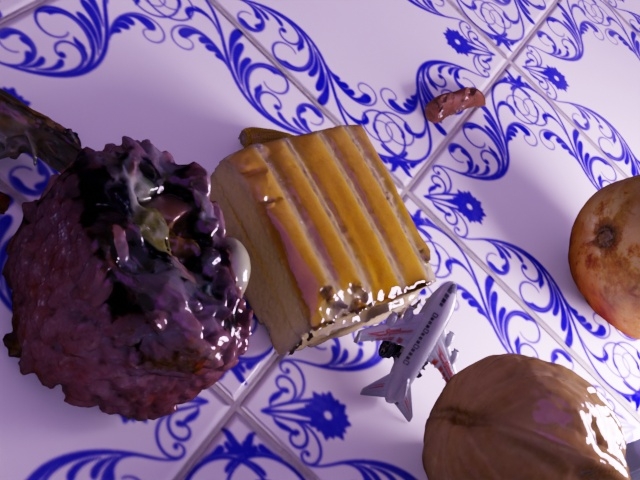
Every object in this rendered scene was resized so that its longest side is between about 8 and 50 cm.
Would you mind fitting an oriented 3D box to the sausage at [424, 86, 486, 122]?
[{"bbox_3d":[0.216,-0.218,1.684,0.036,0.042,0.158,22,27,32],"label":"sausage"}]

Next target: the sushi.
[{"bbox_3d":[-0.177,0.030,1.055,0.236,0.171,0.270,13,46,-32],"label":"sushi"}]

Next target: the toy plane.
[{"bbox_3d":[0.117,0.125,1.270,0.162,0.065,0.171,32,74,-21],"label":"toy plane"}]

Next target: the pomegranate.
[{"bbox_3d":[0.511,0.023,1.595,0.270,0.229,0.252,12,52,-41],"label":"pomegranate"}]

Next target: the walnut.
[{"bbox_3d":[0.238,0.245,1.204,0.261,0.225,0.225,27,44,-28],"label":"walnut"}]

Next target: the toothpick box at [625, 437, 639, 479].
[{"bbox_3d":[0.425,0.339,1.367,0.101,0.101,0.153,-2,61,-41],"label":"toothpick box"}]

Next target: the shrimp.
[{"bbox_3d":[-0.357,-0.095,1.089,0.253,0.058,0.173,28,50,-12],"label":"shrimp"}]

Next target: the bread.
[{"bbox_3d":[0.000,0.000,1.271,0.239,0.111,0.246,-18,74,-44],"label":"bread"}]

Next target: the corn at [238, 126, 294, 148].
[{"bbox_3d":[-0.062,-0.126,1.376,0.092,0.037,0.037,8,54,-32],"label":"corn"}]
